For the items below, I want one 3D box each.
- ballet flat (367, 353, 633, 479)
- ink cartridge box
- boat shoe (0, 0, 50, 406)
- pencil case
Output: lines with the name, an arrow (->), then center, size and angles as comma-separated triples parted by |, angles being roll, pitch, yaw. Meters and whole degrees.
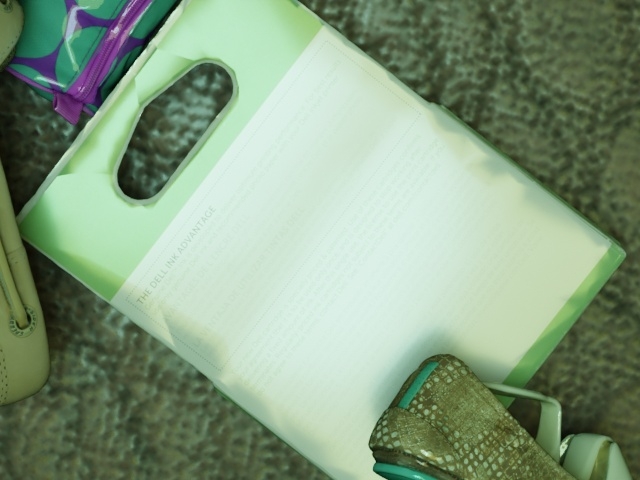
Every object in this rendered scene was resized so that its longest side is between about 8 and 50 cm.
ballet flat -> 0.106, 0.110, 0.840 | 0.206, 0.073, 0.067 | 35, 71, -41
ink cartridge box -> 0.000, 0.000, 0.869 | 0.235, 0.056, 0.171 | 38, 94, -2
boat shoe -> -0.192, -0.088, 0.805 | 0.110, 0.121, 0.341 | -11, 98, -30
pencil case -> -0.086, -0.129, 0.851 | 0.064, 0.070, 0.152 | 32, 98, -44
